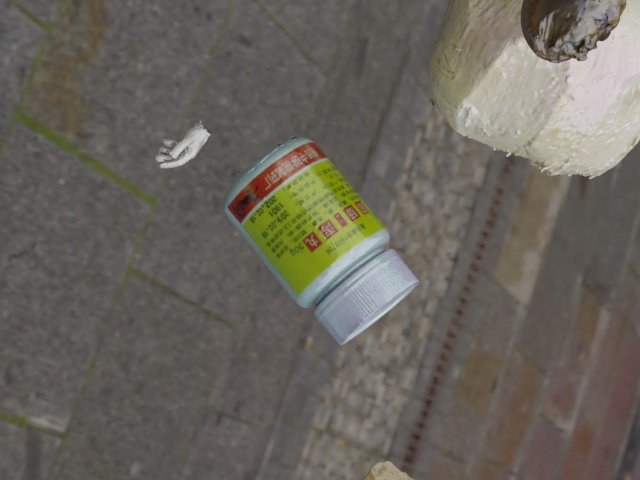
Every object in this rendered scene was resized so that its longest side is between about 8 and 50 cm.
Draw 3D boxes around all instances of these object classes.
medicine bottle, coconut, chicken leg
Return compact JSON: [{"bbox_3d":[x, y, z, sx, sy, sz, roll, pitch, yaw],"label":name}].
[{"bbox_3d":[0.000,0.000,1.687,0.139,0.225,0.139,-38,172,-6],"label":"medicine bottle"},{"bbox_3d":[0.285,-0.244,1.708,0.297,0.297,0.254,-34,162,-53],"label":"coconut"},{"bbox_3d":[0.209,-0.237,1.145,0.069,0.085,0.198,51,46,-77],"label":"chicken leg"}]

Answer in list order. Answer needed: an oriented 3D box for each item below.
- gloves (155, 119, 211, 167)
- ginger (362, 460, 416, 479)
[{"bbox_3d":[-0.149,-0.109,1.594,0.081,0.037,0.044,-31,178,-1],"label":"gloves"},{"bbox_3d":[0.109,0.412,1.993,0.193,0.115,0.122,59,12,-10],"label":"ginger"}]
